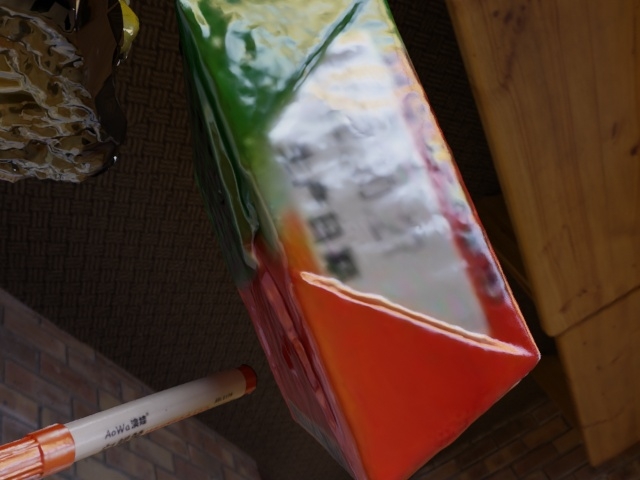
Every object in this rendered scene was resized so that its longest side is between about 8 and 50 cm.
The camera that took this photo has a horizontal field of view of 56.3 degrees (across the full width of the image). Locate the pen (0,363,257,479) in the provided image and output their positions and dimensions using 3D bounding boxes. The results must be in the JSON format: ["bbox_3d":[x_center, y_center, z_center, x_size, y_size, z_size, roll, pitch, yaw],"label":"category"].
[{"bbox_3d":[-0.128,0.123,0.414,0.239,0.028,0.028,-5,136,-56],"label":"pen"}]

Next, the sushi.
[{"bbox_3d":[-0.335,-0.240,0.558,0.328,0.286,0.328,0,158,-6],"label":"sushi"}]

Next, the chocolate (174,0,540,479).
[{"bbox_3d":[0.000,0.000,0.541,0.161,0.342,0.360,-21,175,-13],"label":"chocolate"}]
